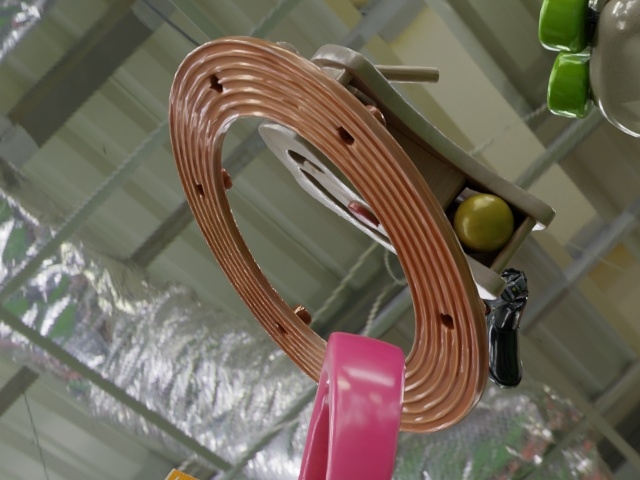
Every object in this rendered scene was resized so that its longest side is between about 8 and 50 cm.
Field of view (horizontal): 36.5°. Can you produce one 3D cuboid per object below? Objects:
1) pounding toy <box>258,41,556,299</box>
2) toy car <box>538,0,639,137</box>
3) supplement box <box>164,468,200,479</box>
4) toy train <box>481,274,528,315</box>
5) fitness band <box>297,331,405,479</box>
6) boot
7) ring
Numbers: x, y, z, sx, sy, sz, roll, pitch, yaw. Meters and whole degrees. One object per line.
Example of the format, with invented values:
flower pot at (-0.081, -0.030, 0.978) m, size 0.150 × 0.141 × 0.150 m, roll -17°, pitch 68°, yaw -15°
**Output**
pounding toy at (0.060, -0.089, 0.731) m, size 0.269 × 0.154 × 0.155 m, roll 35°, pitch -98°, yaw 11°
toy car at (0.267, -0.182, 0.713) m, size 0.188 × 0.155 × 0.149 m, roll -64°, pitch -28°, yaw -22°
supplement box at (-0.076, 0.170, 0.484) m, size 0.098 × 0.062 × 0.036 m, roll -52°, pitch -45°, yaw -31°
toy train at (0.182, 0.078, 1.114) m, size 0.036 × 0.158 × 0.027 m, roll -35°, pitch -94°, yaw -31°
fitness band at (-0.003, 0.189, 0.550) m, size 0.054 × 0.209 × 0.291 m, roll 14°, pitch -57°, yaw 3°
boot at (0.222, 0.100, 1.145) m, size 0.045 × 0.121 × 0.099 m, roll 4°, pitch -40°, yaw -3°
ring at (0.000, 0.000, 0.730) m, size 0.032 × 0.336 × 0.336 m, roll -34°, pitch -59°, yaw -27°
